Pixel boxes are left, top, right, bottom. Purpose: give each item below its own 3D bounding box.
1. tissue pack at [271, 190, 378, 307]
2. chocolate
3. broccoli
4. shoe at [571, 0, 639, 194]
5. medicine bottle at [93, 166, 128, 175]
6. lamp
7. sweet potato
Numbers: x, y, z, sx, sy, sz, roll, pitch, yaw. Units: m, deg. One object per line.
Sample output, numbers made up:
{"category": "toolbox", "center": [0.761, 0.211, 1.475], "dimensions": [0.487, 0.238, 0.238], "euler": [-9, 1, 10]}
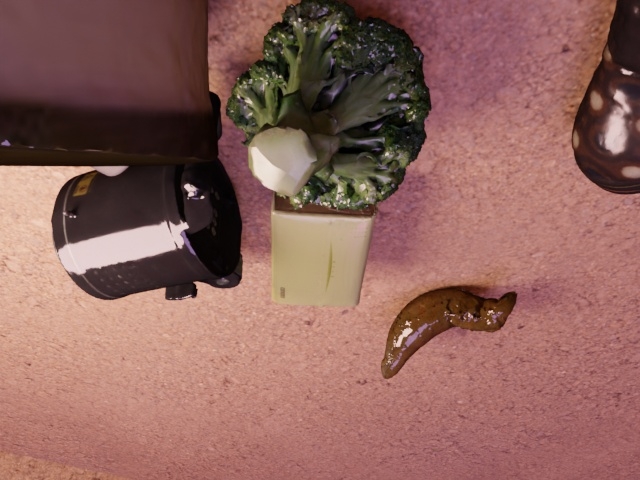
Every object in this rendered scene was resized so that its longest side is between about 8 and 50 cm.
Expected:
{"category": "tissue pack", "center": [0.000, 0.000, 0.897], "dimensions": [0.159, 0.125, 0.234], "euler": [4, 138, -2]}
{"category": "chocolate", "center": [-0.224, -0.195, 0.373], "dimensions": [0.314, 0.296, 0.326], "euler": [3, -177, -14]}
{"category": "broccoli", "center": [-0.002, -0.145, 0.649], "dimensions": [0.270, 0.270, 0.269], "euler": [10, 121, 17]}
{"category": "shoe", "center": [0.411, -0.223, 0.602], "dimensions": [0.237, 0.171, 0.384], "euler": [19, 134, -27]}
{"category": "medicine bottle", "center": [-0.326, -0.240, 0.585], "dimensions": [0.340, 0.208, 0.208], "euler": [31, 130, -28]}
{"category": "lamp", "center": [-0.263, -0.029, 0.813], "dimensions": [0.272, 0.205, 0.374], "euler": [-2, 148, -1]}
{"category": "sweet potato", "center": [0.236, 0.158, 1.066], "dimensions": [0.310, 0.124, 0.098], "euler": [-28, 143, 17]}
